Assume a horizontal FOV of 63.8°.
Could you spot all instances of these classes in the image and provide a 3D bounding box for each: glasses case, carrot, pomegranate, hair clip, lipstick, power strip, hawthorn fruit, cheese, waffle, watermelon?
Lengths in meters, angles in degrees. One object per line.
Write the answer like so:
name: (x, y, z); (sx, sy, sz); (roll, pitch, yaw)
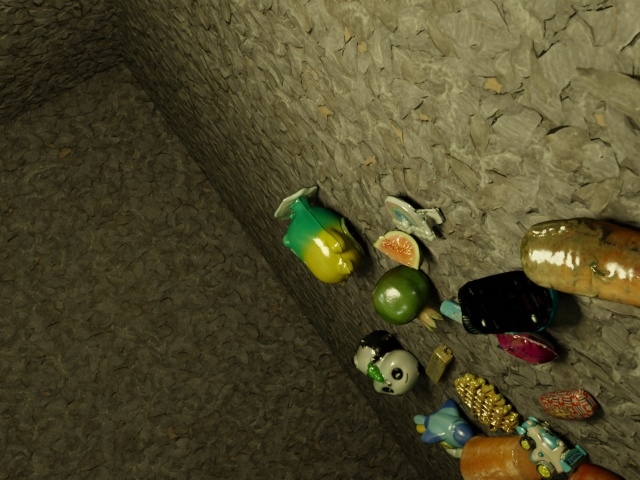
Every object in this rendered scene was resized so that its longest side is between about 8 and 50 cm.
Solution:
glasses case: (0.612, 0.413, 1.280); (0.073, 0.049, 0.194); (49, 162, 12)
carrot: (0.470, 0.040, 0.812); (0.302, 0.139, 0.138); (22, 145, 46)
pomegranate: (0.267, 0.183, 1.545); (0.225, 0.187, 0.187); (36, 159, 14)
hair clip: (0.237, -0.066, 1.351); (0.140, 0.054, 0.220); (48, 170, -26)
lipstick: (0.406, 0.214, 1.435); (0.158, 0.048, 0.048); (27, 148, 55)
power strip: (0.422, 0.444, 1.838); (0.064, 0.044, 0.305); (46, 161, 26)
hawthorn fruit: (0.703, 0.677, 1.318); (0.169, 0.188, 0.169); (40, 152, 27)
cheese: (0.491, 0.257, 1.254); (0.155, 0.062, 0.244); (23, 167, 14)
waffle: (0.548, 0.540, 1.678); (0.249, 0.056, 0.253); (59, 161, -19)
watermelon: (0.237, 0.010, 1.452); (0.163, 0.087, 0.069); (30, 132, 36)
carrot: (0.586, 0.703, 1.606); (0.196, 0.196, 0.254); (52, 151, 6)

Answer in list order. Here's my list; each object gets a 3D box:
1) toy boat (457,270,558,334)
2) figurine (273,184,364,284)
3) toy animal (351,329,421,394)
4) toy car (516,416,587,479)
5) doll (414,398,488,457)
toy boat: (0.438, 0.142, 1.169); (0.299, 0.092, 0.134); (152, 115, -66)
figurine: (0.000, 0.000, 1.786); (0.340, 0.231, 0.323); (55, 165, 16)
toy animal: (0.267, 0.505, 2.081); (0.267, 0.213, 0.212); (44, 161, 38)
toy car: (0.636, 0.560, 1.421); (0.161, 0.126, 0.098); (57, 143, 24)
doll: (0.522, 0.767, 1.950); (0.366, 0.187, 0.376); (36, 129, 20)
